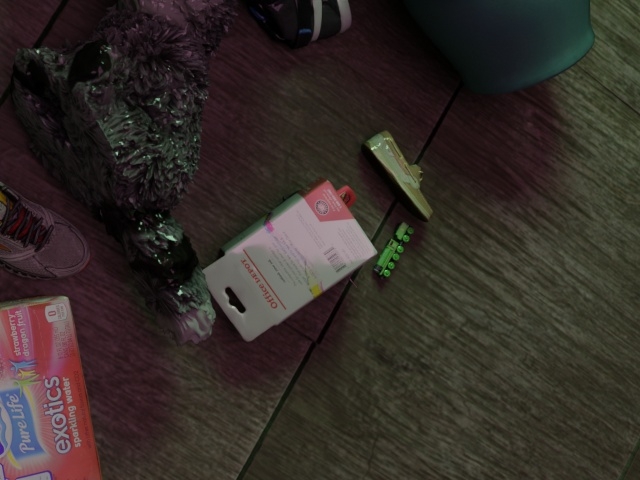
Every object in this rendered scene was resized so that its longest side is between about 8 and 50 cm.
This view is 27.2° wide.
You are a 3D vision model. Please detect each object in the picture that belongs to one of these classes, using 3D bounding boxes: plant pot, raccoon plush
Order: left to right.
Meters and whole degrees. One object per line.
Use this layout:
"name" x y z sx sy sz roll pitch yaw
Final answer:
"raccoon plush" -0.169 -0.139 1.584 0.299 0.216 0.446 -36 122 -30
"plant pot" 0.225 -0.336 1.693 0.272 0.272 0.255 -34 116 -20

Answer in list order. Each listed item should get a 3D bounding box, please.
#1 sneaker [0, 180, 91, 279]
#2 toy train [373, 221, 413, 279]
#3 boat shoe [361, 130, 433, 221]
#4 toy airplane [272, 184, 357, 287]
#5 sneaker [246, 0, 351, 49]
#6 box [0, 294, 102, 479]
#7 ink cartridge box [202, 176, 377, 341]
"sneaker" -0.366 -0.020 1.516 0.225 0.093 0.088 28 79 -21
"toy train" 0.096 0.012 1.751 0.024 0.017 0.083 32 77 -9
"boat shoe" 0.111 -0.085 1.741 0.045 0.050 0.135 -41 104 -13
"toy airplane" 0.000 0.000 1.701 0.151 0.028 0.151 -1 98 -9
"sneaker" -0.049 -0.347 1.662 0.121 0.079 0.216 -26 100 -23
"box" -0.344 0.220 1.493 0.154 0.142 0.299 -12 93 -23
"ink cartridge box" -0.044 0.024 1.649 0.198 0.067 0.115 -35 101 -3
